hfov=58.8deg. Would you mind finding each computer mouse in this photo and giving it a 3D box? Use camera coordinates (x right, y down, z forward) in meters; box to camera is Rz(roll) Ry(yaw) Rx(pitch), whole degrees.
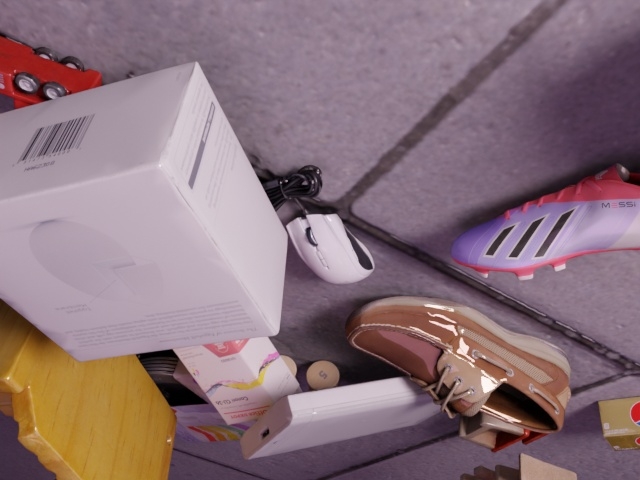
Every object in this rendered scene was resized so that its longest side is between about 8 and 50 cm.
[{"bbox_3d":[0.000,0.000,0.638,0.106,0.042,0.193,-17,134,29],"label":"computer mouse"}]

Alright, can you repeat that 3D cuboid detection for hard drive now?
[{"bbox_3d":[0.058,0.251,0.832,0.308,0.040,0.203,-1,148,-28],"label":"hard drive"}]

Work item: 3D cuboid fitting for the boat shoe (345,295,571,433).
[{"bbox_3d":[0.186,0.165,0.737,0.324,0.116,0.123,17,141,-8],"label":"boat shoe"}]

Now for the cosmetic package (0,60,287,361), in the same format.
[{"bbox_3d":[-0.174,-0.010,0.521,0.224,0.138,0.224,-10,136,14],"label":"cosmetic package"}]

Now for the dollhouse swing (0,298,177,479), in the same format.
[{"bbox_3d":[-0.428,0.248,0.812,0.305,0.315,0.346,-16,123,5],"label":"dollhouse swing"}]

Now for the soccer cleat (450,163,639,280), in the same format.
[{"bbox_3d":[0.243,-0.024,0.538,0.248,0.083,0.095,-7,109,29],"label":"soccer cleat"}]

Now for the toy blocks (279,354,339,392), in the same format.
[{"bbox_3d":[-0.028,0.254,0.948,0.123,0.054,0.148,6,141,7],"label":"toy blocks"}]

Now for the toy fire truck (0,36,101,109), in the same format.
[{"bbox_3d":[-0.266,-0.118,0.552,0.192,0.047,0.135,18,140,-10],"label":"toy fire truck"}]

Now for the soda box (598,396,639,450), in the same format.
[{"bbox_3d":[0.511,0.261,0.825,0.181,0.058,0.061,-19,132,32],"label":"soda box"}]

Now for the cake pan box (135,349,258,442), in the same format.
[{"bbox_3d":[-0.218,0.276,1.013,0.246,0.070,0.267,-13,134,24],"label":"cake pan box"}]

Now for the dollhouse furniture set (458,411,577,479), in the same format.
[{"bbox_3d":[0.288,0.384,0.869,0.135,0.259,0.262,21,141,-8],"label":"dollhouse furniture set"}]

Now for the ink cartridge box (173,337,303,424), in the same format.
[{"bbox_3d":[-0.114,0.203,0.844,0.115,0.067,0.198,-20,110,32],"label":"ink cartridge box"}]
